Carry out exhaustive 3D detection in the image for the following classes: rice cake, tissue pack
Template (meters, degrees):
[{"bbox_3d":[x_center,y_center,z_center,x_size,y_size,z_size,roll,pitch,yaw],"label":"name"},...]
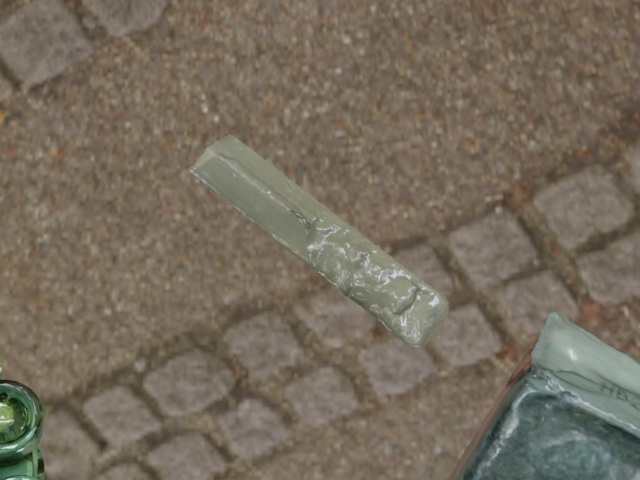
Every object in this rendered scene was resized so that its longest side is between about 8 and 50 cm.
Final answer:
[{"bbox_3d":[0.000,0.000,1.160,0.256,0.057,0.052,38,128,11],"label":"rice cake"},{"bbox_3d":[0.160,0.227,0.814,0.228,0.103,0.315,28,119,5],"label":"tissue pack"}]

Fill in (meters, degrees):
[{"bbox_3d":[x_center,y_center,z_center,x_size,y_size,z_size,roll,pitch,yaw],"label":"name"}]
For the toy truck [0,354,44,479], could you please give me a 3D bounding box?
[{"bbox_3d":[-0.211,0.211,0.770,0.135,0.259,0.128,-8,153,-16],"label":"toy truck"}]
